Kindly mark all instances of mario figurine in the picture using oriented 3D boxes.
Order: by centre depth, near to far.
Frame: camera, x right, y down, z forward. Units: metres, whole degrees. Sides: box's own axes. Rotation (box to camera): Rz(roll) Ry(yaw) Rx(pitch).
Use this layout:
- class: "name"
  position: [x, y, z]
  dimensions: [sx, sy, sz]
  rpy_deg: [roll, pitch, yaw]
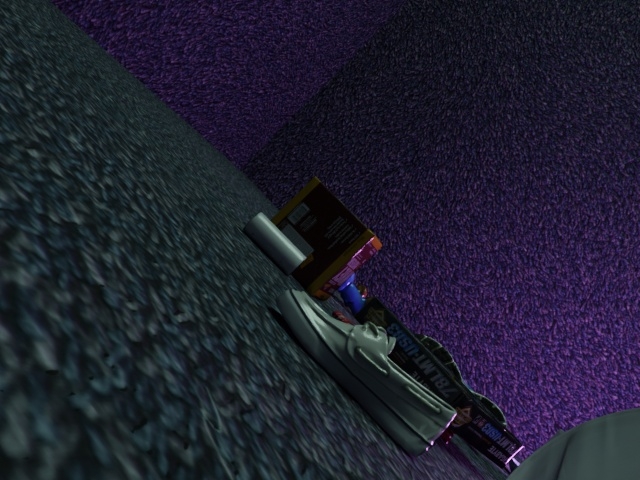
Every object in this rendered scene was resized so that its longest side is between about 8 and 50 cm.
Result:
- class: "mario figurine"
  position: [0.066, 0.067, 1.679]
  dimensions: [0.198, 0.170, 0.320]
  rpy_deg: [-3, -46, 43]

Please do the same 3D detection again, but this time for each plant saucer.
- class: "plant saucer"
  position: [0.613, 0.715, 1.716]
  dimensions: [0.195, 0.037, 0.195]
  rpy_deg: [45, 1, -1]

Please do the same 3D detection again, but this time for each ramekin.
- class: "ramekin"
  position: [0.316, 0.301, 0.601]
  dimensions: [0.127, 0.273, 0.273]
  rpy_deg: [57, 1, 0]

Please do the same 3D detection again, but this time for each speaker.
- class: "speaker"
  position: [-0.093, 0.008, 1.203]
  dimensions: [0.136, 0.055, 0.055]
  rpy_deg: [45, 1, 3]

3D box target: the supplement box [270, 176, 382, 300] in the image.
- class: "supplement box"
  position: [0.000, 0.000, 1.333]
  dimensions: [0.194, 0.191, 0.129]
  rpy_deg: [46, 2, 17]

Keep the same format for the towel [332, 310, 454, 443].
- class: "towel"
  position: [0.135, 0.256, 1.126]
  dimensions: [0.199, 0.031, 0.275]
  rpy_deg: [45, 1, -37]

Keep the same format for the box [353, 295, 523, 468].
- class: "box"
  position: [0.227, 0.274, 1.144]
  dimensions: [0.293, 0.073, 0.295]
  rpy_deg: [43, 2, -41]

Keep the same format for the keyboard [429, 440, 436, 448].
- class: "keyboard"
  position: [0.115, 0.250, 0.895]
  dimensions: [0.108, 0.023, 0.180]
  rpy_deg: [38, 5, -24]

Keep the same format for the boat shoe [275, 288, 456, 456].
- class: "boat shoe"
  position: [0.058, 0.149, 0.746]
  dimensions: [0.267, 0.088, 0.096]
  rpy_deg: [46, 1, 10]

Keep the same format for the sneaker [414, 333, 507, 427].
- class: "sneaker"
  position: [0.312, 0.379, 1.484]
  dimensions: [0.330, 0.130, 0.147]
  rpy_deg: [49, -12, 13]

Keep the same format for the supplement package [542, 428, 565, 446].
- class: "supplement package"
  position: [0.652, 0.648, 1.523]
  dimensions: [0.203, 0.194, 0.149]
  rpy_deg: [45, 2, 1]
